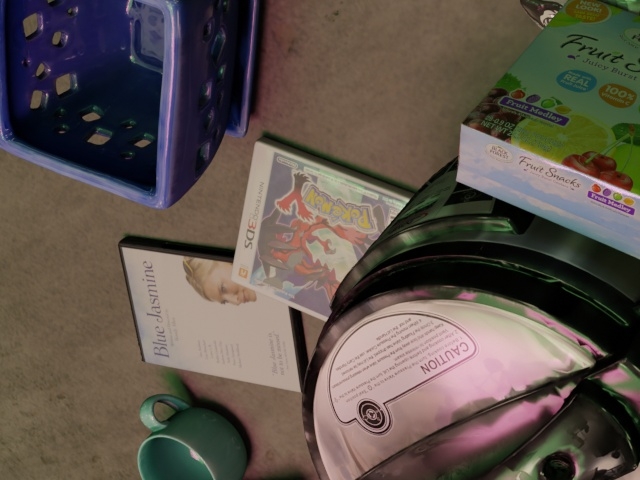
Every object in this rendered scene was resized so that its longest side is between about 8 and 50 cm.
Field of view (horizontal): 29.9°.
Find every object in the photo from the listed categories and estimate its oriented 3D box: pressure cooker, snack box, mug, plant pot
[{"bbox_3d":[0.194,0.129,1.059,0.375,0.420,0.370,17,125,24],"label":"pressure cooker"},{"bbox_3d":[0.234,-0.098,0.962,0.174,0.207,0.070,25,141,22],"label":"snack box"},{"bbox_3d":[-0.162,0.274,1.570,0.129,0.097,0.158,14,121,26],"label":"mug"},{"bbox_3d":[-0.191,-0.200,1.250,0.236,0.212,0.236,21,124,21],"label":"plant pot"}]

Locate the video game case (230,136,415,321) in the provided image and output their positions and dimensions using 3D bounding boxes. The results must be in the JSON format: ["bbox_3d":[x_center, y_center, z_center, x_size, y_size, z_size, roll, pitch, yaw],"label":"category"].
[{"bbox_3d":[0.000,0.000,1.349,0.201,0.023,0.183,22,117,20],"label":"video game case"}]

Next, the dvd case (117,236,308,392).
[{"bbox_3d":[-0.135,0.091,1.501,0.253,0.022,0.180,7,119,29],"label":"dvd case"}]

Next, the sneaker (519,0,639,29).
[{"bbox_3d":[0.222,-0.261,1.044,0.132,0.086,0.229,6,119,32],"label":"sneaker"}]
